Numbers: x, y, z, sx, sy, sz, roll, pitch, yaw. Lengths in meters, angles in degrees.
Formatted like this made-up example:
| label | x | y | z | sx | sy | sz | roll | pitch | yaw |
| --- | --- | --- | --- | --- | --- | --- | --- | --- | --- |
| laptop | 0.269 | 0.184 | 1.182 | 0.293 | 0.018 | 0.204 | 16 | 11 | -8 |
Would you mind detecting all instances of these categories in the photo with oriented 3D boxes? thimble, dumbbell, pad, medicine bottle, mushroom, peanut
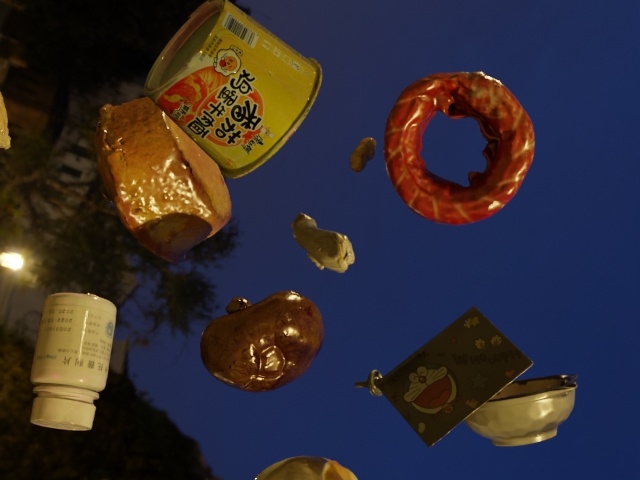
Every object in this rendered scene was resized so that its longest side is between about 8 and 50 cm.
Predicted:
| label | x | y | z | sx | sy | sz | roll | pitch | yaw |
| --- | --- | --- | --- | --- | --- | --- | --- | --- | --- |
| thimble | 0.309 | -0.206 | 1.849 | 0.230 | 0.350 | 0.350 | -24 | 137 | -80 |
| dumbbell | 0.211 | 0.417 | 2.419 | 0.254 | 0.081 | 0.081 | -13 | -123 | 33 |
| pad | 0.242 | 0.244 | 1.503 | 0.245 | 0.006 | 0.170 | -37 | -128 | -7 |
| medicine bottle | -0.569 | 0.276 | 1.863 | 0.170 | 0.170 | 0.293 | -26 | -126 | 56 |
| mushroom | -0.098 | 0.194 | 1.474 | 0.231 | 0.194 | 0.138 | -29 | -160 | 4 |
| peanut | 0.110 | -0.222 | 2.114 | 0.054 | 0.054 | 0.113 | -24 | -152 | 57 |
| mushroom | -0.002 | 0.001 | 1.979 | 0.278 | 0.096 | 0.099 | 32 | -41 | 55 |

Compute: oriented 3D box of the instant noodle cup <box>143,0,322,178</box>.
| label | x | y | z | sx | sy | sz | roll | pitch | yaw |
| --- | --- | --- | --- | --- | --- | --- | --- | --- | --- |
| instant noodle cup | -0.156 | -0.261 | 1.364 | 0.264 | 0.200 | 0.264 | -36 | -147 | 29 |

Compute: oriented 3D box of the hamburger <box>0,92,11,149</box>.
| label | x | y | z | sx | sy | sz | roll | pitch | yaw |
| --- | --- | --- | --- | --- | --- | --- | --- | --- | --- |
| hamburger | -0.503 | -0.184 | 1.031 | 0.135 | 0.208 | 0.155 | 84 | 5 | -64 |

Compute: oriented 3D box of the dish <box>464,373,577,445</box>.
| label | x | y | z | sx | sy | sz | roll | pitch | yaw |
| --- | --- | --- | --- | --- | --- | --- | --- | --- | --- |
| dish | 0.450 | 0.388 | 1.834 | 0.303 | 0.303 | 0.120 | -19 | -99 | 60 |

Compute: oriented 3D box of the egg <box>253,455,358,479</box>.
| label | x | y | z | sx | sy | sz | roll | pitch | yaw |
| --- | --- | --- | --- | --- | --- | --- | --- | --- | --- |
| egg | -0.042 | 0.623 | 1.676 | 0.283 | 0.283 | 0.345 | -34 | -140 | 52 |

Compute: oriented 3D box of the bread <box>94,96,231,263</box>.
| label | x | y | z | sx | sy | sz | roll | pitch | yaw |
| --- | --- | --- | --- | --- | --- | --- | --- | --- | --- |
| bread | -0.329 | -0.135 | 1.737 | 0.204 | 0.358 | 0.337 | -21 | -144 | 10 |
